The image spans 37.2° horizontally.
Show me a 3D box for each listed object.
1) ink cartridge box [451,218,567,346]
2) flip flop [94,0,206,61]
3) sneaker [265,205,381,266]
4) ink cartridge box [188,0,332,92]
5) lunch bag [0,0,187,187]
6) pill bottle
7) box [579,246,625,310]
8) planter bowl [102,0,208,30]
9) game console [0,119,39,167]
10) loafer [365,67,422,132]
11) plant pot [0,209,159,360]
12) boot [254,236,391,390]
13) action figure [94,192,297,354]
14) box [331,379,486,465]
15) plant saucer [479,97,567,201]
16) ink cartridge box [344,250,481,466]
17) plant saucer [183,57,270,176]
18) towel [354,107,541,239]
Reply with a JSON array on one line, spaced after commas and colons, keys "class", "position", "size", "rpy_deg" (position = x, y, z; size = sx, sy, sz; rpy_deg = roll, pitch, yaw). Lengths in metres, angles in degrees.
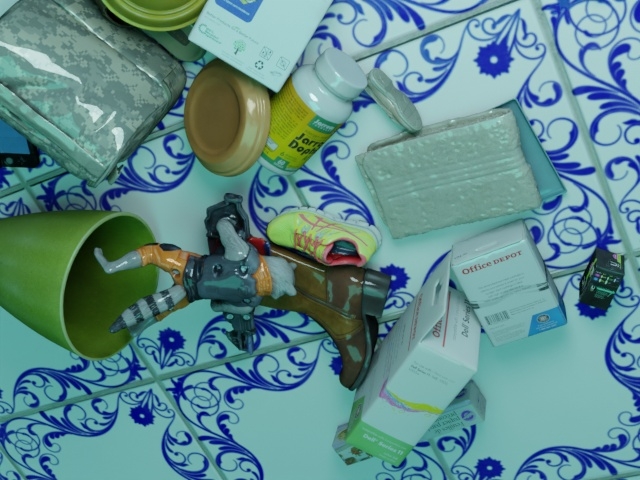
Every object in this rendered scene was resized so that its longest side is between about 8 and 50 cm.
[{"class": "ink cartridge box", "position": [0.329, 0.076, 1.664], "size": [0.140, 0.082, 0.190], "rpy_deg": [-21, 114, 20]}, {"class": "flip flop", "position": [-0.301, -0.377, 1.520], "size": [0.277, 0.080, 0.112], "rpy_deg": [40, 140, -17]}, {"class": "sneaker", "position": [0.000, 0.000, 1.692], "size": [0.209, 0.094, 0.081], "rpy_deg": [7, 125, 11]}, {"class": "ink cartridge box", "position": [-0.049, -0.406, 1.431], "size": [0.165, 0.065, 0.332], "rpy_deg": [32, 109, -6]}, {"class": "lunch bag", "position": [-0.408, -0.247, 1.534], "size": [0.305, 0.256, 0.212], "rpy_deg": [40, 122, -12]}, {"class": "pill bottle", "position": [-0.022, -0.211, 1.547], "size": [0.118, 0.117, 0.208], "rpy_deg": [39, 122, -12]}, {"class": "box", "position": [0.483, 0.066, 1.635], "size": [0.052, 0.062, 0.083], "rpy_deg": [17, 124, 4]}, {"class": "planter bowl", "position": [-0.242, -0.423, 1.427], "size": [0.217, 0.090, 0.217], "rpy_deg": [-2, 105, -9]}, {"class": "game console", "position": [-0.595, -0.182, 1.726], "size": [0.124, 0.085, 0.144], "rpy_deg": [4, 123, 12]}, {"class": "loafer", "position": [0.115, -0.225, 1.554], "size": [0.125, 0.045, 0.039], "rpy_deg": [49, 137, -11]}, {"class": "plant pot", "position": [-0.501, 0.053, 1.773], "size": [0.294, 0.275, 0.274], "rpy_deg": [13, 126, 25]}, {"class": "boot", "position": [-0.028, 0.143, 1.791], "size": [0.281, 0.096, 0.264], "rpy_deg": [14, 125, 6]}, {"class": "action figure", "position": [-0.199, 0.107, 1.698], "size": [0.330, 0.178, 0.341], "rpy_deg": [-11, 119, 1]}, {"class": "box", "position": [0.174, 0.367, 1.905], "size": [0.324, 0.067, 0.063], "rpy_deg": [-24, 114, 27]}, {"class": "plant saucer", "position": [0.334, -0.146, 1.563], "size": [0.067, 0.018, 0.192], "rpy_deg": [-24, 115, 26]}, {"class": "ink cartridge box", "position": [0.186, 0.214, 1.715], "size": [0.119, 0.207, 0.353], "rpy_deg": [28, 124, -6]}, {"class": "plant saucer", "position": [-0.162, -0.204, 1.564], "size": [0.200, 0.037, 0.199], "rpy_deg": [4, 96, 44]}, {"class": "towel", "position": [0.212, -0.107, 1.592], "size": [0.282, 0.049, 0.187], "rpy_deg": [-11, 120, 26]}]
